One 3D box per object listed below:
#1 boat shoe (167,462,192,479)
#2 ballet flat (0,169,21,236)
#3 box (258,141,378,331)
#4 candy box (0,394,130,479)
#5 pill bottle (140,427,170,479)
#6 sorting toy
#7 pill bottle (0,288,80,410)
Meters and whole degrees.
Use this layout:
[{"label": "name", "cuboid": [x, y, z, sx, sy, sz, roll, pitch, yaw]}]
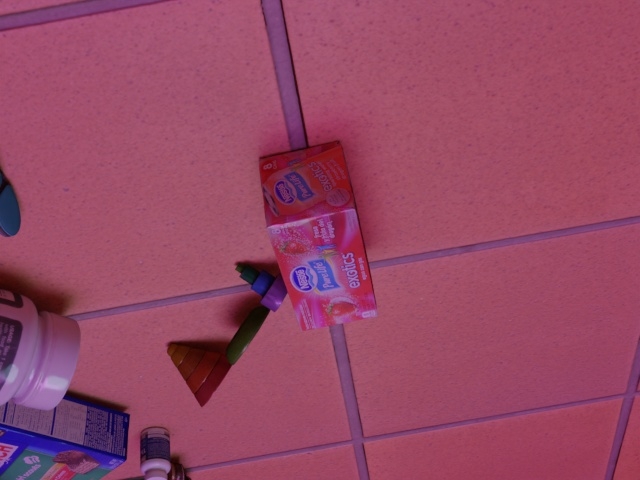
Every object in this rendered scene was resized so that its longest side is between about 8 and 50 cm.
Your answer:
[{"label": "boat shoe", "cuboid": [-0.342, 0.585, 2.275, 0.073, 0.073, 0.207, 3, 146, -17]}, {"label": "ballet flat", "cuboid": [-0.516, -0.080, 1.471, 0.070, 0.070, 0.188, -6, 138, -4]}, {"label": "box", "cuboid": [0.000, 0.000, 1.588, 0.142, 0.154, 0.300, -12, 141, 3]}, {"label": "candy box", "cuboid": [-0.604, 0.423, 1.986, 0.317, 0.122, 0.268, 25, 132, -32]}, {"label": "pill bottle", "cuboid": [-0.364, 0.480, 2.103, 0.067, 0.120, 0.067, -6, 139, -5]}, {"label": "sorting toy", "cuboid": [-0.189, 0.166, 1.811, 0.126, 0.127, 0.365, 34, 126, -3]}, {"label": "pill bottle", "cuboid": [-0.611, 0.169, 1.624, 0.361, 0.204, 0.204, 21, 131, -31]}]
